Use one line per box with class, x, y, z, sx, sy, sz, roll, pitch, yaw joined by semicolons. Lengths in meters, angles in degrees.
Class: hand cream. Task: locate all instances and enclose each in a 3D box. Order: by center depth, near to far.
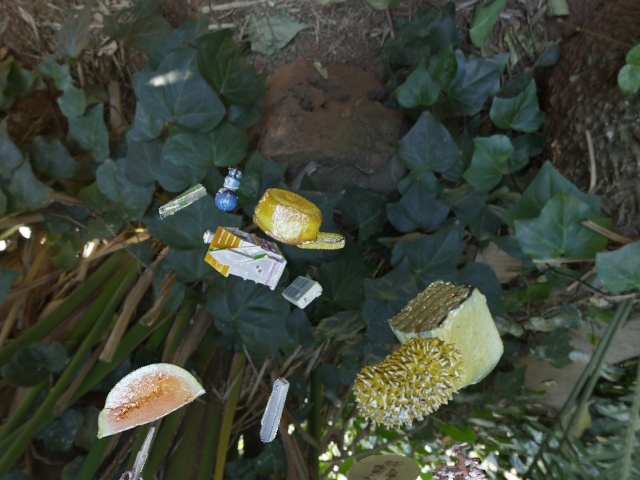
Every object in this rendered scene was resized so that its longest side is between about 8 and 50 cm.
hand cream;-0.577;-0.170;1.740;0.055;0.235;0.086;44;150;12

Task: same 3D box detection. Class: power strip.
power strip;-0.079;0.211;1.698;0.046;0.118;0.270;52;165;-14

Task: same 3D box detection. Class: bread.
bread;0.373;0.284;1.178;0.264;0.239;0.395;56;176;1
bread;-0.116;-0.088;1.497;0.268;0.268;0.146;24;109;-10

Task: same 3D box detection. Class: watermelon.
watermelon;-0.502;0.432;1.209;0.159;0.303;0.129;-149;42;-71

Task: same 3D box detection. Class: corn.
corn;0.000;0.000;1.653;0.202;0.072;0.072;3;146;-8

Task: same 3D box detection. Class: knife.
knife;-0.174;0.622;1.509;0.040;0.266;0.073;1;-157;-45

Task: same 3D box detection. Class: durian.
durian;0.189;0.304;0.846;0.249;0.138;0.183;-42;95;17

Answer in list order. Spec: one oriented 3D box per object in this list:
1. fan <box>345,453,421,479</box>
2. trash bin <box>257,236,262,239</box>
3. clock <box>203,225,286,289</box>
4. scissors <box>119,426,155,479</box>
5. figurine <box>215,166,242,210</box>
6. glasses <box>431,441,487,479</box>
fan;0.146;0.710;1.196;0.232;0.012;0.414;-13;173;33
trash bin;-0.388;0.052;1.969;0.225;0.166;0.115;10;169;42
clock;-0.324;0.058;1.659;0.309;0.166;0.235;22;-169;-24
scissors;-0.496;0.606;1.131;0.022;0.176;0.086;-11;133;20
figurine;-0.312;-0.173;1.419;0.087;0.149;0.086;19;175;33
glasses;0.386;0.659;1.208;0.162;0.096;0.255;-29;158;6
